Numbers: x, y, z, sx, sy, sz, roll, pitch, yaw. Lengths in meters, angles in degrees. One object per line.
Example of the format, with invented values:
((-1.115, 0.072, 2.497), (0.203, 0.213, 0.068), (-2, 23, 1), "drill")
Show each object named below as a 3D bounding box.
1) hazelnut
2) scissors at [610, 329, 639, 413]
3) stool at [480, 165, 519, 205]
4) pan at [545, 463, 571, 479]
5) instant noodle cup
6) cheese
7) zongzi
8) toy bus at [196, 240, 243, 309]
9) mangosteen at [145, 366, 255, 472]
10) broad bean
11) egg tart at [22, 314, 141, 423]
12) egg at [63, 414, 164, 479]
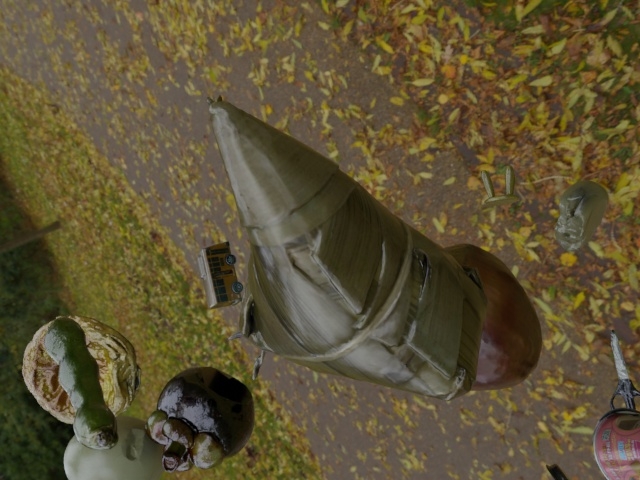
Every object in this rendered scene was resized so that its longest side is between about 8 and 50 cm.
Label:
((0.393, 0.206, 1.320), (0.421, 0.421, 0.352), (34, 112, 37), "hazelnut")
((0.924, 0.414, 1.518), (0.109, 0.022, 0.300), (-12, 97, 35), "scissors")
((0.603, -0.181, 1.677), (0.134, 0.135, 0.110), (156, 111, -68), "stool")
((0.549, 0.562, 1.015), (0.235, 0.028, 0.136), (56, -171, 17), "pan")
((0.886, 0.550, 1.298), (0.244, 0.244, 0.255), (50, 165, 18), "instant noodle cup")
((0.700, -0.079, 1.344), (0.091, 0.175, 0.202), (32, 172, 37), "cheese")
((-0.076, 0.020, 0.711), (0.500, 0.218, 0.467), (-8, 134, 50), "zongzi")
((-0.296, 0.102, 1.448), (0.091, 0.103, 0.182), (-35, 67, 59), "toy bus")
((-0.312, 0.473, 1.313), (0.287, 0.233, 0.287), (37, -173, -6), "mangosteen")
((-0.305, 0.178, 0.632), (0.256, 0.052, 0.052), (38, 142, 45), "broad bean")
((-0.469, 0.256, 1.004), (0.106, 0.241, 0.241), (-68, -44, -78), "egg tart")
((-0.549, 0.588, 1.350), (0.219, 0.269, 0.219), (-31, 50, 47), "egg")
